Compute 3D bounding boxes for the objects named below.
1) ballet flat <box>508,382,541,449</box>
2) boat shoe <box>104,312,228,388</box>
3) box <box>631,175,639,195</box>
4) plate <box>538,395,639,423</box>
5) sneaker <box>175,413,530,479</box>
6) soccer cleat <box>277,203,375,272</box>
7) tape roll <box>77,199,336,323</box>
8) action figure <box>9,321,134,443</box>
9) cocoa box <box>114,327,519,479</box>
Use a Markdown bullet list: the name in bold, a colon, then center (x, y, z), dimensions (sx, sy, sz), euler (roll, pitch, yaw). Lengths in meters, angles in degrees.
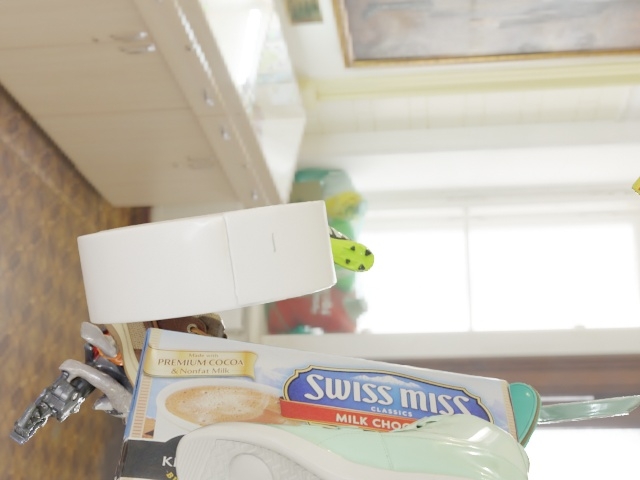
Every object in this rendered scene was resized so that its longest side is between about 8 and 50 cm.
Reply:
- **ballet flat**: center (0.194, 0.286, 1.156), dimensions (0.247, 0.083, 0.087), euler (-51, 142, -25)
- **boat shoe**: center (-0.178, 0.135, 1.212), dimensions (0.342, 0.123, 0.123), euler (53, 5, 37)
- **box**: center (0.262, 0.014, 0.437), dimensions (0.087, 0.058, 0.232), euler (-56, -131, 21)
- **plate**: center (0.374, 0.244, 1.352), dimensions (0.188, 0.188, 0.024), euler (63, 22, -76)
- **sneaker**: center (0.030, 0.174, 0.703), dimensions (0.151, 0.256, 0.094), euler (-24, 120, -69)
- **soccer cleat**: center (0.000, 0.000, 1.456), dimensions (0.060, 0.179, 0.072), euler (-62, -171, -4)
- **tape roll**: center (-0.127, 0.022, 1.077), dimensions (0.286, 0.286, 0.100), euler (-19, 102, -83)
- **action figure**: center (-0.321, 0.216, 1.516), dimensions (0.341, 0.179, 0.330), euler (-49, 170, -34)
- **cocoa box**: center (-0.012, 0.253, 0.846), dimensions (0.228, 0.347, 0.231), euler (-89, -169, -49)
